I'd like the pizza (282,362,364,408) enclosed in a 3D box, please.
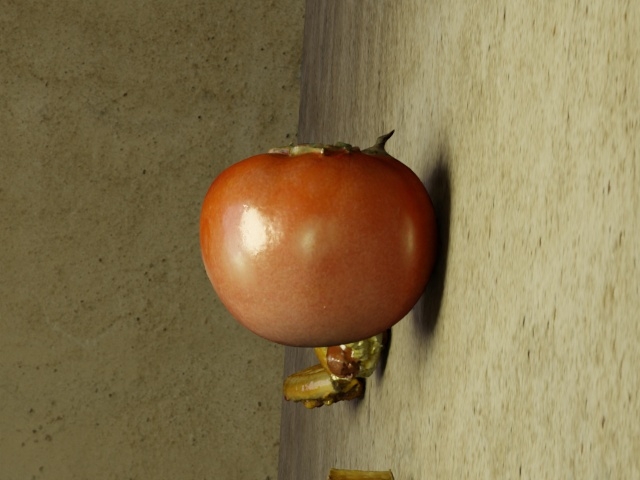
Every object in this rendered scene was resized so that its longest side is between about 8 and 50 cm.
[{"bbox_3d":[0.007,0.204,2.477,0.246,0.127,0.058,165,87,-76],"label":"pizza"}]

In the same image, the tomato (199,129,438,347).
[{"bbox_3d":[0.000,0.000,1.871,0.256,0.256,0.224,-172,78,-85],"label":"tomato"}]

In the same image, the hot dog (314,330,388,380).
[{"bbox_3d":[0.035,0.081,2.255,0.146,0.103,0.213,99,174,-49],"label":"hot dog"}]

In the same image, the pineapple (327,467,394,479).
[{"bbox_3d":[0.045,0.336,1.896,0.236,0.115,0.186,100,172,-71],"label":"pineapple"}]
